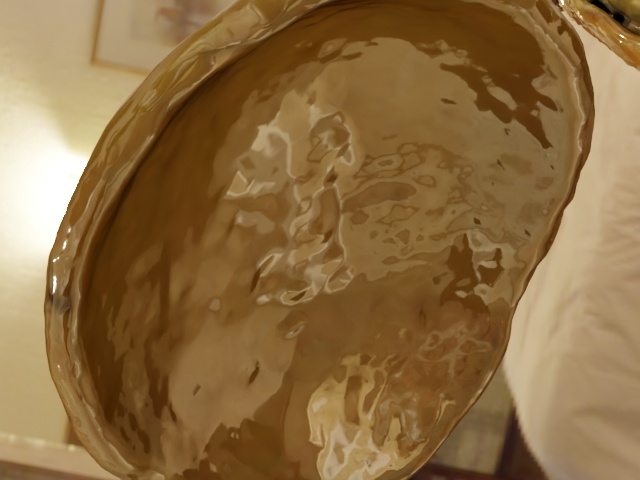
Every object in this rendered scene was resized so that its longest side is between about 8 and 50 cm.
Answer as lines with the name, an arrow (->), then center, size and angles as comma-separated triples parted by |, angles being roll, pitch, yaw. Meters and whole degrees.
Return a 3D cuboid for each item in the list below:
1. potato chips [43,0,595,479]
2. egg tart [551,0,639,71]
potato chips -> -0.001, -0.001, 0.434 | 0.062, 0.195, 0.208 | 48, 177, 42
egg tart -> 0.255, -0.103, 0.714 | 0.132, 0.297, 0.297 | -62, 4, 6
